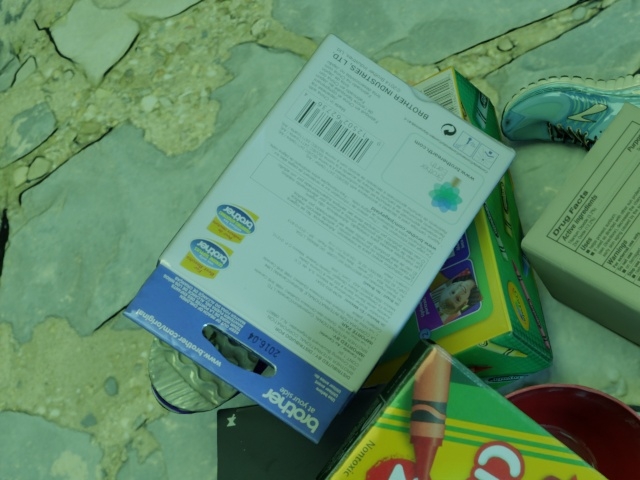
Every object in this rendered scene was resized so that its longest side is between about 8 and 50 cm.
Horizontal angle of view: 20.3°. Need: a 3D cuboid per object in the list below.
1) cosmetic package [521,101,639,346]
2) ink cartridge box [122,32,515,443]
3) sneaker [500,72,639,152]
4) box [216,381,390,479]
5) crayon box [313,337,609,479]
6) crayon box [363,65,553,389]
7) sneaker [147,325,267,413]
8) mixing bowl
[{"bbox_3d":[0.337,0.032,1.435,0.309,0.113,0.160,32,79,34],"label":"cosmetic package"},{"bbox_3d":[0.000,0.000,1.416,0.186,0.065,0.311,34,61,3],"label":"ink cartridge box"},{"bbox_3d":[0.237,-0.103,1.585,0.162,0.063,0.073,-5,65,22],"label":"sneaker"},{"bbox_3d":[0.016,0.194,1.459,0.156,0.158,0.093,-11,59,19],"label":"box"},{"bbox_3d":[0.143,0.247,1.313,0.318,0.081,0.202,38,89,-2],"label":"crayon box"},{"bbox_3d":[0.088,0.006,1.559,0.165,0.081,0.278,-25,55,25],"label":"crayon box"},{"bbox_3d":[-0.042,0.033,1.518,0.102,0.146,0.293,43,74,6],"label":"sneaker"},{"bbox_3d":[0.179,0.197,1.402,0.181,0.098,0.181,0,91,-1],"label":"mixing bowl"}]
